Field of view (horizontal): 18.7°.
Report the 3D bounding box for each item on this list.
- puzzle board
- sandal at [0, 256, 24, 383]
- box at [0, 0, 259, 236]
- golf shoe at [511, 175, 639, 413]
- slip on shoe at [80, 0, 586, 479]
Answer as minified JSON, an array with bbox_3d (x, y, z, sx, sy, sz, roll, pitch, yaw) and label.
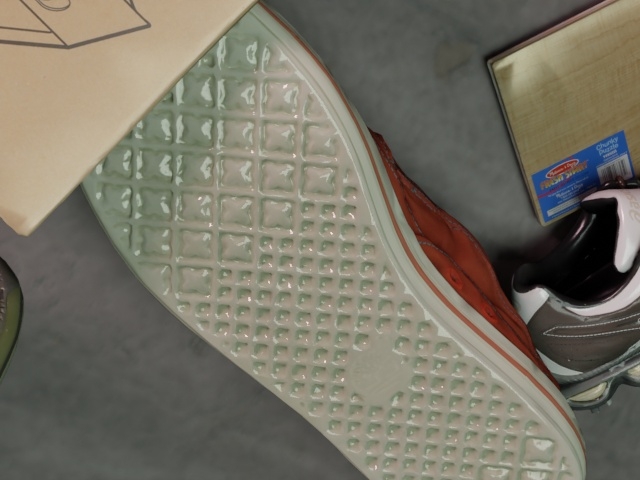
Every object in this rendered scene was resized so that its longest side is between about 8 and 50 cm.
[{"bbox_3d":[0.147,-0.074,0.929,0.128,0.011,0.096,-27,123,-8],"label":"puzzle board"},{"bbox_3d":[-0.207,0.126,0.831,0.086,0.120,0.303,3,119,-55],"label":"sandal"},{"bbox_3d":[-0.102,-0.128,0.749,0.201,0.021,0.164,-45,98,2],"label":"box"},{"bbox_3d":[0.179,0.000,0.934,0.198,0.077,0.094,-36,132,-5],"label":"golf shoe"},{"bbox_3d":[0.000,0.000,0.856,0.123,0.101,0.331,-35,112,18],"label":"slip on shoe"}]
